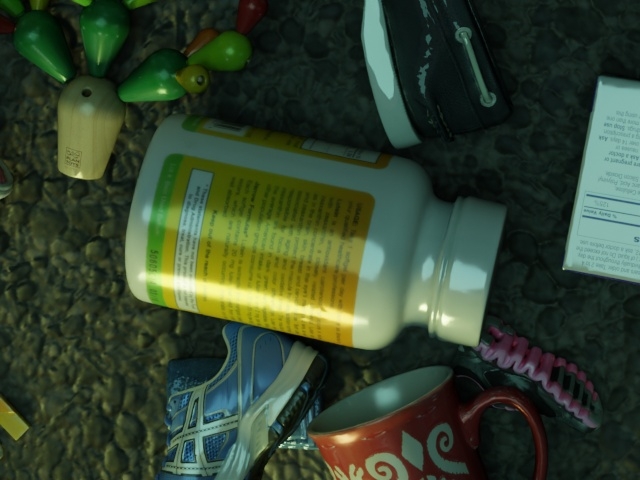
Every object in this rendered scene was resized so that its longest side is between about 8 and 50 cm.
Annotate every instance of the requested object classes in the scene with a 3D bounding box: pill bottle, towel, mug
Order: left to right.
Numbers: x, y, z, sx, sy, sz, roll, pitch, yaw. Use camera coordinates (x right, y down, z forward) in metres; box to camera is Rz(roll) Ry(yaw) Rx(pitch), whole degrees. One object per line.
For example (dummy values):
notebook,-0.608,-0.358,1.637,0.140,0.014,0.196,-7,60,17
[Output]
towel,-0.057,0.120,1.261,0.119,0.029,0.067,1,96,10
pill bottle,0.000,0.000,1.181,0.245,0.136,0.136,12,99,8
mug,0.086,0.185,1.196,0.150,0.113,0.169,-16,99,42

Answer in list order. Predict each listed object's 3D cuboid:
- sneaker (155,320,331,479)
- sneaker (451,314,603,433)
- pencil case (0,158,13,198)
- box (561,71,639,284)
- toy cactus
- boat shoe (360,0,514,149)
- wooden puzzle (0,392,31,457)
sneaker,-0.080,0.151,1.220,0.081,0.080,0.211,36,91,11
sneaker,0.146,0.105,1.222,0.119,0.047,0.057,35,123,5
pencil case,-0.344,0.023,1.253,0.113,0.124,0.273,40,101,3
box,0.240,-0.037,1.167,0.126,0.072,0.137,11,98,8
toy cactus,-0.156,-0.130,1.221,0.219,0.112,0.181,12,109,0
boat shoe,0.061,-0.216,1.163,0.091,0.114,0.303,-12,107,12
wooden puzzle,-0.288,0.149,1.314,0.116,0.014,0.079,-34,90,13
